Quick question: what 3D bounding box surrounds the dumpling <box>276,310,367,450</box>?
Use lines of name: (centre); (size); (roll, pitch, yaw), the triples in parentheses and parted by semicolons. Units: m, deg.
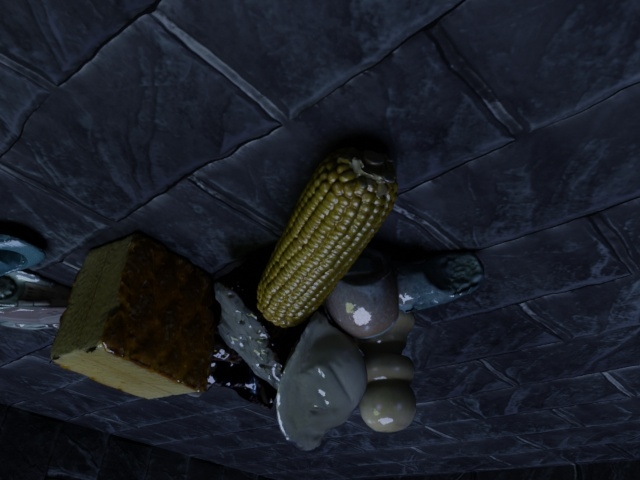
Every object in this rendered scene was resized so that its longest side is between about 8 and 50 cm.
dumpling: (-0.018, 0.276, 1.084); (0.175, 0.227, 0.243); (-19, 116, 49)

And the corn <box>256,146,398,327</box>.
corn: (0.000, 0.000, 0.958); (0.144, 0.143, 0.387); (18, 132, -19)

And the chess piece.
chess piece: (0.137, 0.261, 1.228); (0.167, 0.299, 0.167); (-2, 153, -1)

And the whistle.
whistle: (0.148, 0.099, 1.118); (0.348, 0.189, 0.189); (-9, 146, 1)

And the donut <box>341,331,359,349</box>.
donut: (0.012, 0.297, 1.515); (0.199, 0.085, 0.233); (-11, 143, 26)

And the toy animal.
toy animal: (-0.201, 0.348, 1.534); (0.344, 0.194, 0.303); (16, 152, -24)

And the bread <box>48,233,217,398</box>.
bread: (-0.383, 0.172, 1.221); (0.207, 0.279, 0.279); (-19, 143, 30)

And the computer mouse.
computer mouse: (-0.723, 0.172, 1.420); (0.389, 0.114, 0.199); (21, 147, -21)

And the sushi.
sushi: (-0.108, 0.163, 1.232); (0.234, 0.207, 0.348); (29, 148, 34)

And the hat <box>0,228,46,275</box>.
hat: (-0.693, 0.020, 1.215); (0.191, 0.077, 0.138); (-18, 153, 2)
